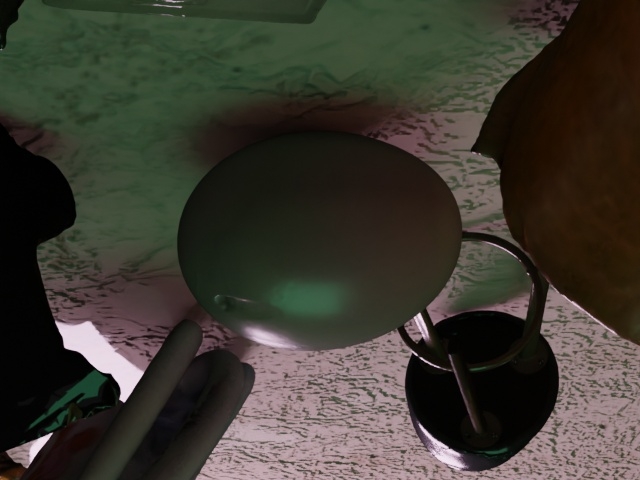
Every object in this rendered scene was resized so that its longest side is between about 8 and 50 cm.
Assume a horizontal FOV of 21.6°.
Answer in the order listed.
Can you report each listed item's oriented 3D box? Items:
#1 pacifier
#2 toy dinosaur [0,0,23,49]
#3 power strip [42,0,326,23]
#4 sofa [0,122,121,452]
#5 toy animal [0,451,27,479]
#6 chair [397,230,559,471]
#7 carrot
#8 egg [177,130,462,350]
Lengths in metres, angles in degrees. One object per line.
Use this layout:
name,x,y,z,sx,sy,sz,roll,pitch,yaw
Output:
pacifier,-0.075,0.201,0.970,0.233,0.299,0.244,40,124,-8
toy dinosaur,-0.089,-0.111,0.450,0.087,0.179,0.187,-6,127,-4
power strip,-0.024,-0.116,0.617,0.175,0.042,0.075,2,152,-14
sofa,-0.251,0.044,0.740,0.200,0.182,0.258,-25,178,42
toy animal,-0.246,0.222,1.227,0.114,0.116,0.255,14,163,14
chair,0.089,0.049,0.926,0.095,0.104,0.221,-21,152,-5
carrot,0.188,-0.088,0.609,0.196,0.196,0.254,3,142,-16
egg,0.000,0.000,0.788,0.135,0.103,0.103,-4,154,-11
